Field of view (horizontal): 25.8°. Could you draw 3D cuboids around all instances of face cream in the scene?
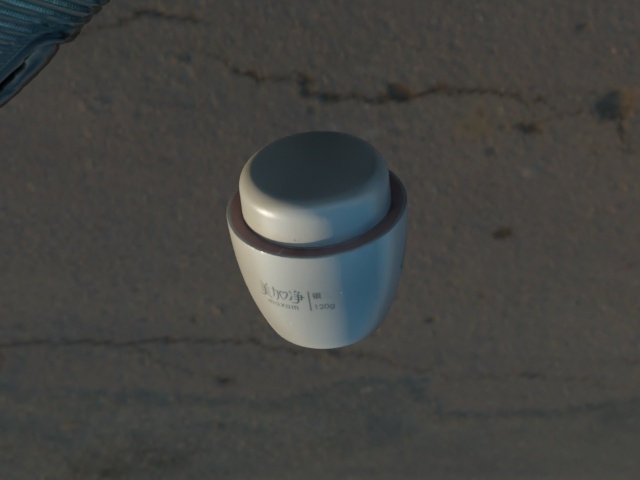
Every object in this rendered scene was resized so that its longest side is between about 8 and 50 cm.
[{"bbox_3d":[0.000,0.000,0.713,0.091,0.091,0.095,-10,127,-5],"label":"face cream"}]

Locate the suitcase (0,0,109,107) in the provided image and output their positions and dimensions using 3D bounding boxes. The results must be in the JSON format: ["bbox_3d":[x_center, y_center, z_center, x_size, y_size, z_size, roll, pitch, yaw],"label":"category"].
[{"bbox_3d":[-0.252,-0.141,0.606,0.202,0.128,0.312,-36,153,28],"label":"suitcase"}]
